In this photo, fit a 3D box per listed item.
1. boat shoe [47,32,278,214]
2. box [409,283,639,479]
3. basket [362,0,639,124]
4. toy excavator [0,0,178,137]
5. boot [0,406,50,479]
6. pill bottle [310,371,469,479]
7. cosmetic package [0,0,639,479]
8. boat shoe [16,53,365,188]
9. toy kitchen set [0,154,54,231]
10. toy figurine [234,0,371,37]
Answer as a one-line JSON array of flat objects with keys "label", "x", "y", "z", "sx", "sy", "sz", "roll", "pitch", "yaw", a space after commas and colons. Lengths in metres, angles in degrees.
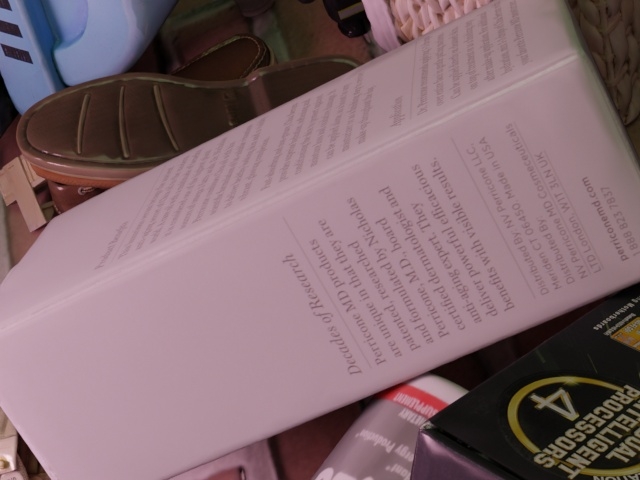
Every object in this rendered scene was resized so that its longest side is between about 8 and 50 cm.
[{"label": "boat shoe", "x": -0.144, "y": -0.110, "z": 1.201, "sx": 0.095, "sy": 0.095, "sz": 0.257, "roll": 33, "pitch": 73, "yaw": 34}, {"label": "box", "x": 0.290, "y": 0.133, "z": 0.756, "sx": 0.318, "sy": 0.097, "sz": 0.395, "roll": 30, "pitch": 37, "yaw": 33}, {"label": "basket", "x": 0.200, "y": -0.330, "z": 1.080, "sx": 0.266, "sy": 0.331, "sz": 0.328, "roll": 27, "pitch": 70, "yaw": 30}, {"label": "toy excavator", "x": -0.182, "y": -0.296, "z": 1.141, "sx": 0.445, "sy": 0.433, "sz": 0.222, "roll": 2, "pitch": 42, "yaw": 18}, {"label": "boot", "x": -0.308, "y": 0.213, "z": 1.055, "sx": 0.165, "sy": 0.077, "sz": 0.213, "roll": -5, "pitch": 53, "yaw": 15}, {"label": "pill bottle", "x": 0.031, "y": 0.240, "z": 0.857, "sx": 0.161, "sy": 0.161, "sz": 0.283, "roll": 27, "pitch": 70, "yaw": 33}, {"label": "cosmetic package", "x": 0.000, "y": 0.000, "z": 0.935, "sx": 0.453, "sy": 0.161, "sz": 0.230, "roll": -24, "pitch": 19, "yaw": 15}, {"label": "boat shoe", "x": -0.100, "y": -0.078, "z": 1.121, "sx": 0.307, "sy": 0.104, "sz": 0.110, "roll": -5, "pitch": 57, "yaw": -2}, {"label": "toy kitchen set", "x": -0.252, "y": -0.053, "z": 1.249, "sx": 0.083, "sy": 0.075, "sz": 0.068, "roll": -25, "pitch": 87, "yaw": 44}, {"label": "toy figurine", "x": -0.007, "y": -0.321, "z": 1.262, "sx": 0.210, "sy": 0.148, "sz": 0.213, "roll": 16, "pitch": 65, "yaw": 28}]
